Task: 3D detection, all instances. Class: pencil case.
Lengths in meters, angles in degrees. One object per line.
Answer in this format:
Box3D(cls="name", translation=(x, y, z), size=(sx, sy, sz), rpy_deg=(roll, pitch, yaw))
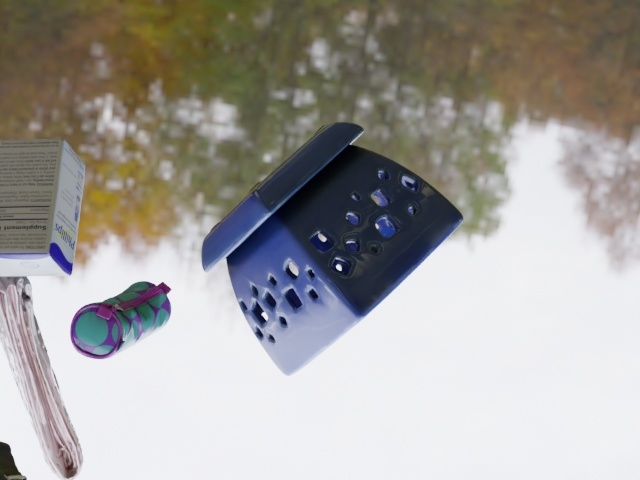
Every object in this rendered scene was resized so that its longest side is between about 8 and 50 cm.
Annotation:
Box3D(cls="pencil case", translation=(-0.223, 0.089, 1.969), size=(0.064, 0.070, 0.151), rpy_deg=(39, -161, 7))

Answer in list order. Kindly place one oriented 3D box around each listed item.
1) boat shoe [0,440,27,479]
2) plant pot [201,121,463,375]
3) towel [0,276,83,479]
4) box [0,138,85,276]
Box3D(cls="boat shoe", translation=(-0.519, 0.348, 2.298), size=(0.340, 0.127, 0.158), rpy_deg=(9, -138, -53))
Box3D(cls="plant pot", translation=(0.000, 0.000, 2.209), size=(0.212, 0.236, 0.236), rpy_deg=(47, -125, -1))
Box3D(cls="towel", translation=(-0.380, 0.087, 2.159), size=(0.053, 0.317, 0.332), rpy_deg=(-18, -142, -12))
Box3D(cls="box", translation=(-0.331, -0.035, 1.881), size=(0.126, 0.137, 0.072), rpy_deg=(0, 158, 13))
